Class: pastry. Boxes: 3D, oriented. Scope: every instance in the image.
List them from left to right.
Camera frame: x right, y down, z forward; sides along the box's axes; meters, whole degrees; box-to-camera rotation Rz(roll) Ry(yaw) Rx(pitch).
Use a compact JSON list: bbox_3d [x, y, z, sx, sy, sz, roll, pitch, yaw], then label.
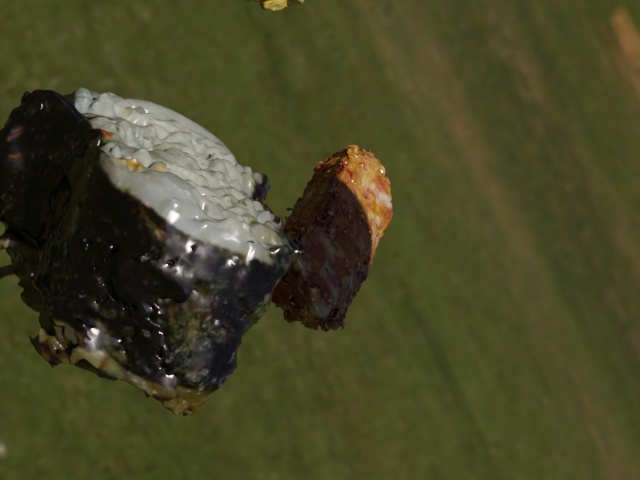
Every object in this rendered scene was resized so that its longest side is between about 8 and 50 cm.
[{"bbox_3d":[0.001,0.002,1.419,0.087,0.063,0.169,61,35,-25],"label":"pastry"}]

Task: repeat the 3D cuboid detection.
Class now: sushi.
[{"bbox_3d":[-0.102,-0.001,1.025,0.147,0.115,0.212,25,13,-24],"label":"sushi"}]

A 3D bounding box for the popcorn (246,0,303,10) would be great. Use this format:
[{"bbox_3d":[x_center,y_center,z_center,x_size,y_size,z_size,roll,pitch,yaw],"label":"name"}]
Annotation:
[{"bbox_3d":[-0.022,-0.171,1.141,0.057,0.082,0.083,16,-9,44],"label":"popcorn"}]
